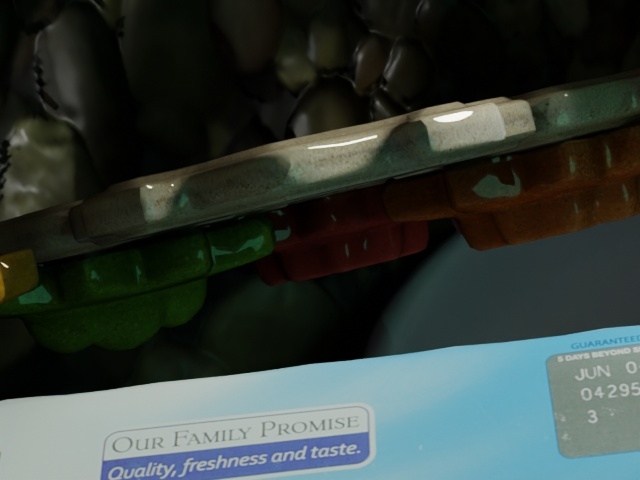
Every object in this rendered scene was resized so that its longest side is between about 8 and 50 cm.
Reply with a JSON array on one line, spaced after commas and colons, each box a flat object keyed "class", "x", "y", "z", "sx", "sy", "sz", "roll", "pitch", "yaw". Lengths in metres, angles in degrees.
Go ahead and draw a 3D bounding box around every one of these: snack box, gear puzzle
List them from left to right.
[{"class": "gear puzzle", "x": 0.000, "y": 0.000, "z": 0.457, "sx": 0.339, "sy": 0.175, "sz": 0.044, "roll": -14, "pitch": 91, "yaw": -41}, {"class": "snack box", "x": 0.011, "y": 0.162, "z": 0.431, "sx": 0.060, "sy": 0.187, "sz": 0.322, "roll": -91, "pitch": 172, "yaw": -51}]

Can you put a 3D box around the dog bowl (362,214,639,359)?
[{"class": "dog bowl", "x": 0.150, "y": 0.054, "z": 0.544, "sx": 0.265, "sy": 0.265, "sz": 0.104, "roll": -35, "pitch": 120, "yaw": -35}]
